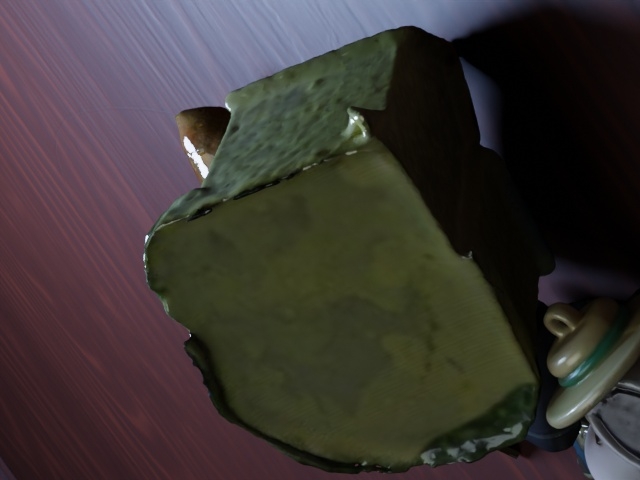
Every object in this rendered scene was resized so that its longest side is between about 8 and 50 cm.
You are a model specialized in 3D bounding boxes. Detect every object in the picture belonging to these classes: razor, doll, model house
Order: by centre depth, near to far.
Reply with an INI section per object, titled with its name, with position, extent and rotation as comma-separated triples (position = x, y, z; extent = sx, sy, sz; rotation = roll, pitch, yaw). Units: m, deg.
[doll]
position = 0.309, 0.138, 1.209
extent = 0.271, 0.144, 0.208
rotation = 12, 142, 34
[model house]
position = 0.034, -0.005, 1.316
extent = 0.261, 0.266, 0.321
rotation = -19, 122, 25
[razor]
position = 0.183, 0.117, 1.422
extent = 0.090, 0.054, 0.148
rotation = 21, 138, 45

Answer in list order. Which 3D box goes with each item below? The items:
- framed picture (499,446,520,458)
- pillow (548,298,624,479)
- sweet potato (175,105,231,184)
[framed picture]
position = 0.095, 0.167, 1.644
extent = 0.201, 0.010, 0.136
rotation = 24, 176, 44
[pillow]
position = 0.276, 0.134, 1.386
extent = 0.256, 0.034, 0.189
rotation = -4, 116, 61
[sweet potato]
position = 0.000, 0.000, 1.598
extent = 0.385, 0.109, 0.109
rotation = 46, 152, 2
